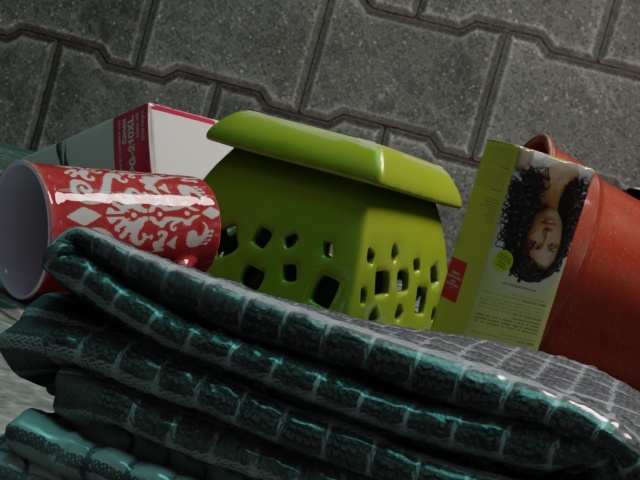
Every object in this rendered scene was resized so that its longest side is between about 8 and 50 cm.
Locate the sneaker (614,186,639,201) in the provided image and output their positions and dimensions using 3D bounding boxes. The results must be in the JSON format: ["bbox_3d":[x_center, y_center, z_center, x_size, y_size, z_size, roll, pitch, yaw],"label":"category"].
[{"bbox_3d":[0.416,0.058,1.596,0.169,0.258,0.447,15,3,-2],"label":"sneaker"}]

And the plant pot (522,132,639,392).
[{"bbox_3d":[0.304,0.059,1.264,0.265,0.272,0.272,23,3,-4],"label":"plant pot"}]

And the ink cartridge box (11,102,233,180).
[{"bbox_3d":[-0.198,-0.056,1.257,0.237,0.100,0.172,-16,-17,38],"label":"ink cartridge box"}]

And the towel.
[{"bbox_3d":[0.018,0.086,0.518,0.283,0.121,0.235,16,3,15],"label":"towel"}]

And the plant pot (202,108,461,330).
[{"bbox_3d":[0.000,0.000,1.124,0.227,0.207,0.228,17,3,29],"label":"plant pot"}]

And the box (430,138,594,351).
[{"bbox_3d":[0.157,0.035,1.007,0.087,0.232,0.058,13,7,-26],"label":"box"}]

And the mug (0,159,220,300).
[{"bbox_3d":[-0.176,0.007,0.988,0.169,0.150,0.113,-2,-14,-40],"label":"mug"}]
